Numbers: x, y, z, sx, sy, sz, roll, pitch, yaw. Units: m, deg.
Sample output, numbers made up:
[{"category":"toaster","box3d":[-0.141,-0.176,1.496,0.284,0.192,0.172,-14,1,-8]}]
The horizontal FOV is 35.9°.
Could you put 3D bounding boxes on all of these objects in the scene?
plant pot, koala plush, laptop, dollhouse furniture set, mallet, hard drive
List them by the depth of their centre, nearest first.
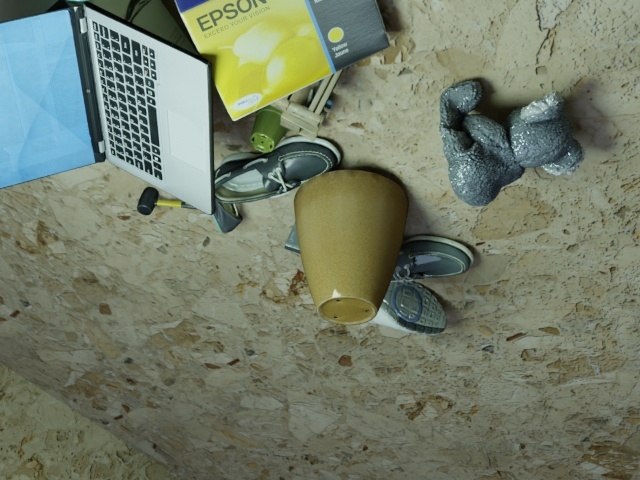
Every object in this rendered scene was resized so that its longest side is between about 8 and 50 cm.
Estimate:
[{"category":"koala plush","box3d":[0.334,-0.167,1.702,0.221,0.203,0.196,-12,132,21]},{"category":"laptop","box3d":[-0.415,-0.185,1.715,0.407,0.236,0.382,27,145,16]},{"category":"dollhouse furniture set","box3d":[-0.036,-0.283,1.815,0.129,0.129,0.184,27,174,-1]},{"category":"plant pot","box3d":[-0.102,-0.216,1.934,0.083,0.079,0.083,15,142,12]},{"category":"plant pot","box3d":[0.059,0.032,1.966,0.237,0.254,0.237,2,148,1]},{"category":"hard drive","box3d":[0.000,0.000,2.132,0.135,0.094,0.022,18,143,6]},{"category":"mallet","box3d":[-0.320,-0.089,2.245,0.189,0.062,0.039,0,141,5]}]

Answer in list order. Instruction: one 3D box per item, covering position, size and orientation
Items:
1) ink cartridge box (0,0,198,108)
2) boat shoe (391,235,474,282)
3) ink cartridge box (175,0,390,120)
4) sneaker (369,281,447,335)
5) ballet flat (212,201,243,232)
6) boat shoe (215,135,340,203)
[{"category":"ink cartridge box","box3d":[-0.457,-0.408,1.808,0.285,0.166,0.395,-9,133,33]},{"category":"boat shoe","box3d":[0.171,0.061,2.116,0.319,0.099,0.116,0,137,28]},{"category":"ink cartridge box","box3d":[-0.068,-0.384,1.597,0.303,0.072,0.307,-25,133,1]},{"category":"sneaker","box3d":[0.146,0.146,2.253,0.297,0.111,0.129,20,159,10]},{"category":"ballet flat","box3d":[-0.231,-0.106,2.154,0.074,0.074,0.203,-8,127,34]},{"category":"boat shoe","box3d":[-0.095,-0.133,2.022,0.302,0.091,0.114,-13,130,38]}]
